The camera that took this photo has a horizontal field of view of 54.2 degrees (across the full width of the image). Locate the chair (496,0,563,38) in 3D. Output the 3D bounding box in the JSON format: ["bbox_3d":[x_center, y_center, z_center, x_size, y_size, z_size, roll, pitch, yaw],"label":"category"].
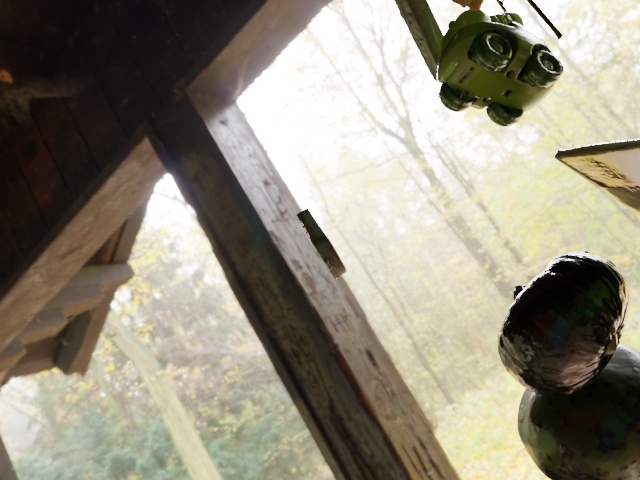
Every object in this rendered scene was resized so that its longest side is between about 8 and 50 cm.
[{"bbox_3d":[0.324,-0.504,1.052,0.170,0.326,0.160,-48,21,6],"label":"chair"}]

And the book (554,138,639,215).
[{"bbox_3d":[0.486,-0.053,0.861,0.026,0.290,0.201,-61,12,-3],"label":"book"}]

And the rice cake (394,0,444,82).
[{"bbox_3d":[0.176,-0.402,1.126,0.052,0.256,0.057,-28,14,11],"label":"rice cake"}]

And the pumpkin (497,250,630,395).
[{"bbox_3d":[0.334,0.114,0.868,0.212,0.152,0.211,-37,-43,-44],"label":"pumpkin"}]

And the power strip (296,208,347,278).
[{"bbox_3d":[0.000,0.000,1.100,0.029,0.080,0.227,-32,21,0],"label":"power strip"}]

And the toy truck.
[{"bbox_3d":[0.280,-0.307,1.035,0.187,0.210,0.148,-1,-27,-24],"label":"toy truck"}]

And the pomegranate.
[{"bbox_3d":[0.451,0.294,1.002,0.254,0.270,0.254,-37,23,19],"label":"pomegranate"}]

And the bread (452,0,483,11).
[{"bbox_3d":[0.204,-0.400,0.830,0.085,0.134,0.173,-49,-2,-15],"label":"bread"}]
